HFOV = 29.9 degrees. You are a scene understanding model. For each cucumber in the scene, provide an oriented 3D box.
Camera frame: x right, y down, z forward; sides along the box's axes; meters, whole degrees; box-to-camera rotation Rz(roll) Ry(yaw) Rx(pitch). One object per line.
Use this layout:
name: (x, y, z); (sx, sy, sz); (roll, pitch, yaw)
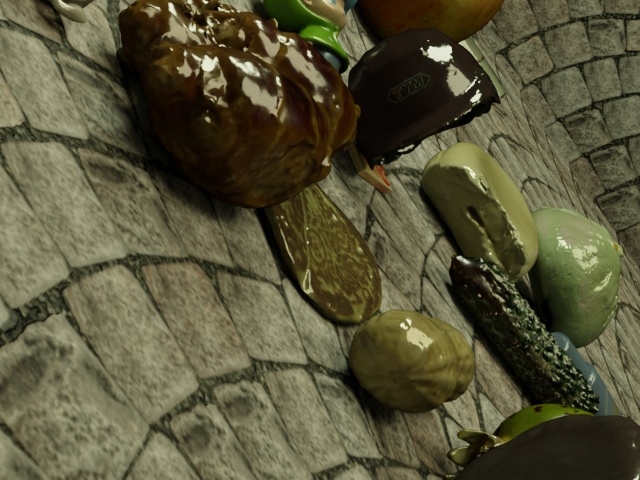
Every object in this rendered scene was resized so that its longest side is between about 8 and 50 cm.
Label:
cucumber: (0.329, 0.156, 1.969); (0.359, 0.096, 0.096); (53, 20, -18)

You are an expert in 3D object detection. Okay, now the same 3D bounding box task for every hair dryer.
hair dryer: (0.274, -0.336, 2.576); (0.203, 0.128, 0.362); (56, 27, -7)

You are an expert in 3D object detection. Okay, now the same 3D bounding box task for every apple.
apple: (0.216, -0.555, 2.462); (0.339, 0.339, 0.339); (48, 22, -26)

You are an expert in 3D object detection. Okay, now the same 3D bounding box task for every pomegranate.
pomegranate: (0.273, 0.308, 1.509); (0.246, 0.198, 0.198); (-12, 67, -32)

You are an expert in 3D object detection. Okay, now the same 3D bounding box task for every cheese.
cheese: (0.286, -0.049, 2.128); (0.266, 0.127, 0.233); (55, 19, -6)

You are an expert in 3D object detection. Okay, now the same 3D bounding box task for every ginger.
ginger: (-0.092, -0.170, 1.347); (0.274, 0.152, 0.357); (56, 24, -4)

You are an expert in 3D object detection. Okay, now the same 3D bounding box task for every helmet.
helmet: (0.141, -0.233, 1.827); (0.305, 0.225, 0.177); (-11, 76, -86)

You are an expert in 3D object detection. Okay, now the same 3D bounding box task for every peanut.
peanut: (0.121, 0.151, 1.453); (0.256, 0.123, 0.123); (25, 38, -63)

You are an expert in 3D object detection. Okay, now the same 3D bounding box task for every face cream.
face cream: (0.498, 0.312, 2.160); (0.385, 0.086, 0.135); (52, 31, -30)

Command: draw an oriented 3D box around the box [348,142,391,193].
box: (0.078, -0.114, 1.890); (0.093, 0.015, 0.058); (31, 34, -52)

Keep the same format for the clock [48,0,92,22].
clock: (-0.283, -0.316, 1.261); (0.151, 0.062, 0.191); (42, 26, -38)

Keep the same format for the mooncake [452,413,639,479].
mooncake: (0.235, 0.322, 1.229); (0.154, 0.306, 0.306); (60, 19, -13)

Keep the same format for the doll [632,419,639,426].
doll: (0.555, 0.403, 2.121); (0.161, 0.059, 0.160); (-45, 123, -38)

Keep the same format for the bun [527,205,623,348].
bun: (0.488, 0.064, 2.271); (0.283, 0.179, 0.283); (-11, 90, -86)

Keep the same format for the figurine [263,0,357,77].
figurine: (-0.012, -0.339, 1.853); (0.162, 0.143, 0.263); (30, 51, -57)

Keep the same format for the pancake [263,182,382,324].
pancake: (0.000, -0.001, 1.509); (0.250, 0.031, 0.250); (47, 22, -26)
